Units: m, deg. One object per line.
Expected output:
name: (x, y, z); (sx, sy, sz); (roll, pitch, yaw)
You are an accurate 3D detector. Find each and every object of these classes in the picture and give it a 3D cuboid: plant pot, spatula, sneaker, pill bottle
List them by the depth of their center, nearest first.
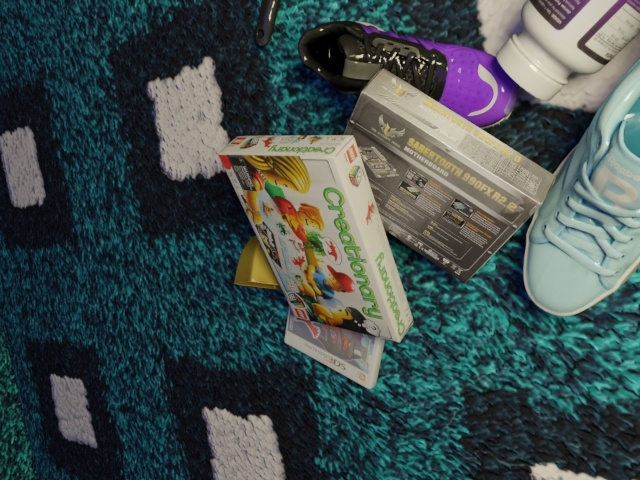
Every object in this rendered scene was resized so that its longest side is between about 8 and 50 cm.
sneaker: (0.299, -0.064, 0.596); (0.135, 0.150, 0.365); (35, 121, 28)
pill bottle: (0.276, -0.240, 0.596); (0.108, 0.108, 0.193); (53, 127, 16)
sneaker: (0.090, -0.205, 0.728); (0.293, 0.146, 0.102); (27, 116, 32)
spatula: (-0.062, -0.438, 0.865); (0.084, 0.030, 0.296); (23, 115, 30)
plant pot: (-0.088, 0.034, 0.969); (0.081, 0.081, 0.083); (-15, 68, 61)

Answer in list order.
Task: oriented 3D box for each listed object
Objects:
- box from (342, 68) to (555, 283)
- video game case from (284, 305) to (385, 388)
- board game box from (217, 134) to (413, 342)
box: (0.128, -0.070, 0.710); (0.231, 0.056, 0.183); (33, 145, 7)
video game case: (0.026, 0.113, 0.942); (0.184, 0.023, 0.201); (22, 114, 33)
board game box: (0.000, 0.000, 0.802); (0.193, 0.053, 0.305); (7, 133, 38)
